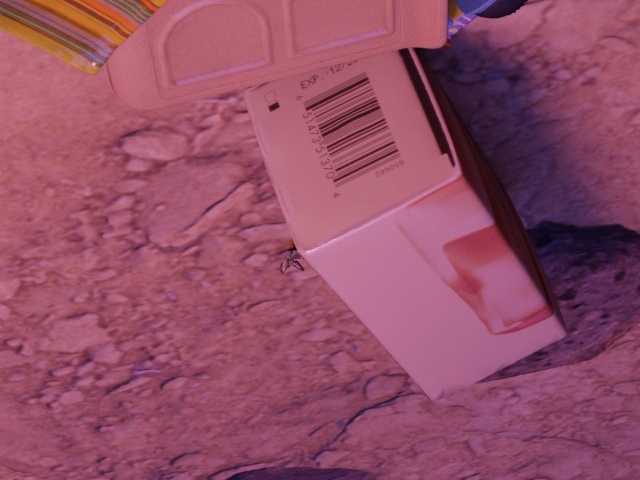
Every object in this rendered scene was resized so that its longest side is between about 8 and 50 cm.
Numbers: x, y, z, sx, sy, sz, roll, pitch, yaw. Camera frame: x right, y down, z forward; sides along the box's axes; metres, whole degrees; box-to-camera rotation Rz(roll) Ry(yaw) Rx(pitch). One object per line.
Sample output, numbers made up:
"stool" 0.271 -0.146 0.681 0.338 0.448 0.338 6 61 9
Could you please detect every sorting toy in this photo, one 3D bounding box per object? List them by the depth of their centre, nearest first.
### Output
"sorting toy" -0.036 -0.207 1.142 0.229 0.041 0.307 -11 144 -4

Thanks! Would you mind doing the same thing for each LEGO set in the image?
"LEGO set" 0.001 0.001 1.535 0.083 0.023 0.054 -19 155 -14

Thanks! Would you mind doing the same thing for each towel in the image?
"towel" -0.098 -0.187 1.092 0.102 0.021 0.237 22 131 -41

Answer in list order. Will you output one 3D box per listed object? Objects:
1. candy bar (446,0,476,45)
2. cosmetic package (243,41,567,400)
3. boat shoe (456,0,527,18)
"candy bar" 0.127 -0.181 1.260 0.040 0.018 0.161 18 139 -41
"cosmetic package" 0.070 -0.015 1.386 0.129 0.153 0.296 -26 150 9
"boat shoe" 0.162 -0.220 1.117 0.089 0.109 0.258 -1 151 -26
